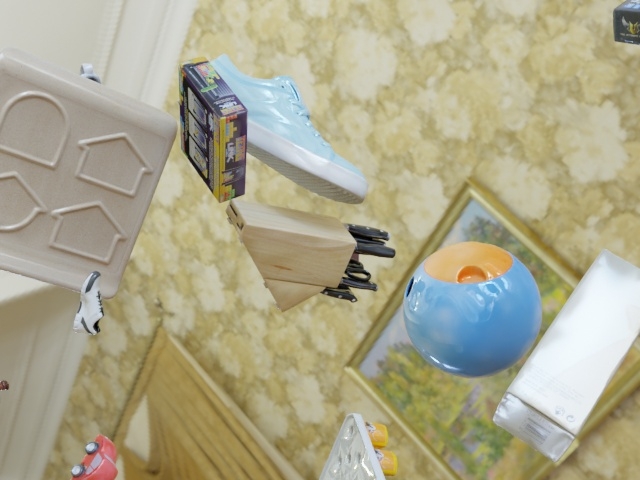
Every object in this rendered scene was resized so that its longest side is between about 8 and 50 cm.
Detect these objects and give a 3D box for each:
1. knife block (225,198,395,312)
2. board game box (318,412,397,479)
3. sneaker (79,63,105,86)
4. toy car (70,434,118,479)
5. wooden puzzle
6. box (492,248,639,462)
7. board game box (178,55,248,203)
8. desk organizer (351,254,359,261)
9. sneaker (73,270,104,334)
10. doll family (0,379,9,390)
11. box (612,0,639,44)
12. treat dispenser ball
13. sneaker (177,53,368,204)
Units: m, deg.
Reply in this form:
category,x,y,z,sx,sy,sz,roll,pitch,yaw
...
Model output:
category,x,y,z,sx,sy,sz,roll,pitch,yaw
knife block,0.000,0.000,1.468,0.242,0.088,0.275,-30,-51,-6
board game box,0.031,0.447,0.888,0.050,0.390,0.390,12,-66,-19
sneaker,-0.472,-0.171,1.739,0.137,0.365,0.210,-2,-24,-39
toy car,-0.387,0.454,1.366,0.239,0.053,0.224,-27,-63,-58
wooden puzzle,-0.444,-0.107,1.463,0.322,0.080,0.347,21,-94,-32
box,0.414,0.180,1.380,0.311,0.121,0.148,-49,-20,-22
board game box,-0.162,-0.165,1.295,0.048,0.141,0.170,-22,-35,-25
desk organizer,0.044,0.022,1.857,0.047,0.130,0.050,-2,-78,-14
sneaker,-0.367,0.102,1.401,0.040,0.044,0.109,-43,-32,-74
doll family,-0.803,0.310,2.011,0.111,0.193,0.076,-30,12,-11
box,0.582,-0.338,1.271,0.183,0.233,0.059,-34,-52,-29
treat dispenser ball,0.318,0.145,1.819,0.288,0.288,0.288,-37,-23,-19
sneaker,-0.059,-0.200,1.451,0.150,0.366,0.135,-57,-8,-7
